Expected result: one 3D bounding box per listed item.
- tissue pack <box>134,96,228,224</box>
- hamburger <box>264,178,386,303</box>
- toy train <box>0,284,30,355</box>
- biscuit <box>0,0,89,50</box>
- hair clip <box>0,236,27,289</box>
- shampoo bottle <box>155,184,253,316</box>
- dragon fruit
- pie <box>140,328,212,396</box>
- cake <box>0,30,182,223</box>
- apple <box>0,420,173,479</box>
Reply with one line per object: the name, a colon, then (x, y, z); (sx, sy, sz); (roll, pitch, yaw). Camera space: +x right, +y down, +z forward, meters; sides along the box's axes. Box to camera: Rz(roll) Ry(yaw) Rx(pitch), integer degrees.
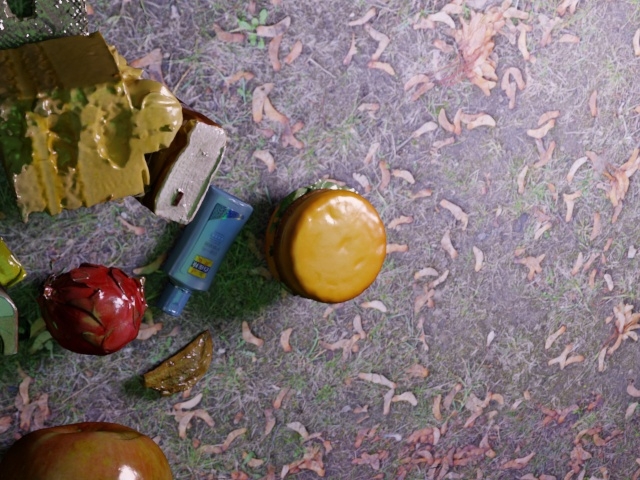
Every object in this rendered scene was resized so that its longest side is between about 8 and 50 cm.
tissue pack: (-0.262, -0.147, 1.711); (0.092, 0.226, 0.183); (17, 101, -34)
hamburger: (0.001, 0.002, 1.934); (0.246, 0.170, 0.246); (-4, 98, -30)
toy train: (-0.664, 0.141, 1.682); (0.326, 0.129, 0.159); (-4, 104, -24)
biscuit: (-0.504, -0.360, 1.619); (0.250, 0.046, 0.147); (-8, 112, -24)
hair clip: (-0.576, 0.002, 1.718); (0.072, 0.046, 0.173); (-38, 122, -13)
shampoo bottle: (-0.232, 0.026, 1.890); (0.104, 0.061, 0.258); (27, 96, -30)
dragon fruit: (-0.410, 0.125, 1.780); (0.209, 0.172, 0.172); (4, 107, -36)
pie: (-0.278, 0.257, 1.970); (0.170, 0.034, 0.092); (-32, 118, -20)
cake: (-0.383, -0.194, 1.607); (0.286, 0.227, 0.222); (-15, 130, -18)
apple: (-0.436, 0.492, 1.810); (0.339, 0.339, 0.340); (-9, 112, -23)
